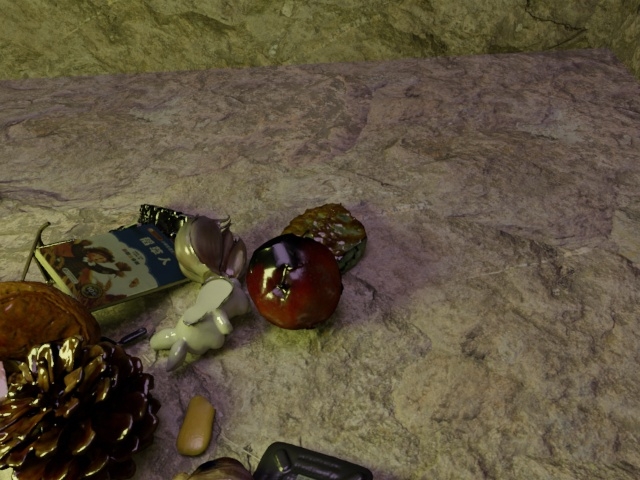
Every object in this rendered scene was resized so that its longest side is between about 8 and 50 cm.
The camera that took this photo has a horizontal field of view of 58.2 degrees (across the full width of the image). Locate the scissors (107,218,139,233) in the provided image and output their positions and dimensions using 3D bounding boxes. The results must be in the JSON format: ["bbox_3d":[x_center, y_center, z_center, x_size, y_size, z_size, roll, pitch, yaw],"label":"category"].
[{"bbox_3d":[-0.688,-0.052,2.057,0.109,0.022,0.300,-23,6,-30],"label":"scissors"}]

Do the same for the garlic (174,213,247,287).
[{"bbox_3d":[-0.357,0.036,1.890,0.237,0.210,0.292,-2,56,-14],"label":"garlic"}]

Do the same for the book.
[{"bbox_3d":[-0.645,0.078,1.867,0.300,0.039,0.428,40,34,25],"label":"book"}]

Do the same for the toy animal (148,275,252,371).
[{"bbox_3d":[-0.352,0.241,1.720,0.325,0.154,0.208,-30,40,-20],"label":"toy animal"}]

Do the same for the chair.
[{"bbox_3d":[-0.878,0.077,1.940,0.166,0.188,0.272,-11,44,-8],"label":"chair"}]

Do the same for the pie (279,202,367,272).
[{"bbox_3d":[0.000,0.000,1.998,0.288,0.103,0.354,25,49,31],"label":"pie"}]

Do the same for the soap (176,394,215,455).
[{"bbox_3d":[-0.324,0.488,1.518,0.089,0.033,0.168,4,41,7],"label":"soap"}]

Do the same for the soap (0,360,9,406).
[{"bbox_3d":[-0.900,0.396,1.458,0.203,0.065,0.122,-17,55,-25],"label":"soap"}]

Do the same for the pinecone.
[{"bbox_3d":[-0.603,0.422,1.399,0.397,0.398,0.398,-3,41,2],"label":"pinecone"}]

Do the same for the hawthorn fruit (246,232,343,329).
[{"bbox_3d":[-0.080,0.116,1.714,0.315,0.316,0.316,-3,41,2],"label":"hawthorn fruit"}]

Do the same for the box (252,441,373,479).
[{"bbox_3d":[-0.043,0.618,1.308,0.288,0.073,0.290,12,44,19],"label":"box"}]

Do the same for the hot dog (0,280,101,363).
[{"bbox_3d":[-0.794,0.240,1.572,0.387,0.267,0.174,24,41,-38],"label":"hot dog"}]

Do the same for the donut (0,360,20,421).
[{"bbox_3d":[-0.963,0.442,1.559,0.329,0.160,0.330,5,44,-5],"label":"donut"}]

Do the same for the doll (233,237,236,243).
[{"bbox_3d":[-0.407,0.023,2.040,0.219,0.067,0.091,-6,60,2],"label":"doll"}]

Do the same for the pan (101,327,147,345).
[{"bbox_3d":[-0.635,0.327,1.739,0.235,0.028,0.136,-24,45,-16],"label":"pan"}]

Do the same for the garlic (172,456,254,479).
[{"bbox_3d":[-0.262,0.580,1.267,0.245,0.160,0.245,-39,10,8],"label":"garlic"}]

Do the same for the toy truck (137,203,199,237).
[{"bbox_3d":[-0.568,-0.074,2.138,0.242,0.101,0.125,14,7,23],"label":"toy truck"}]
